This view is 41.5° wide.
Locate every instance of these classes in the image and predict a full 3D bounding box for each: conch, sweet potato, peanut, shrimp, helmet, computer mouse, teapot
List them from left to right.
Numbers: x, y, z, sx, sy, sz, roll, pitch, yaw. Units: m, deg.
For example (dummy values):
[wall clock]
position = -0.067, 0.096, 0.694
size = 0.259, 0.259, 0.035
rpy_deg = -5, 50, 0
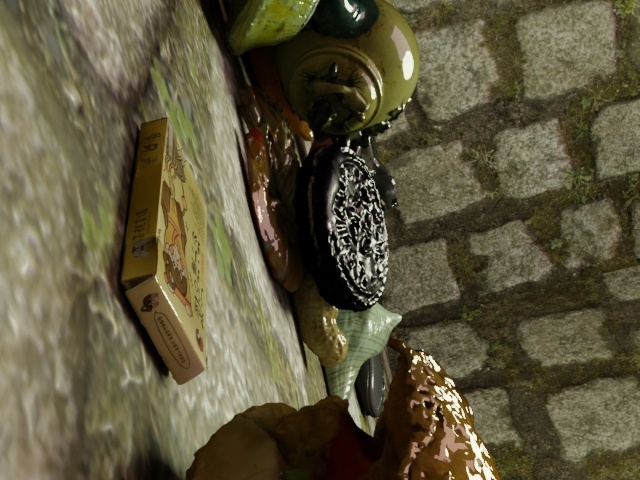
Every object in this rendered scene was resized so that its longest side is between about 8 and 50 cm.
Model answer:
[shrimp]
position = -0.056, -0.061, 0.900
size = 0.133, 0.053, 0.236
rpy_deg = 1, 78, -64
[sweet potato]
position = -0.050, -0.256, 1.117
size = 0.359, 0.112, 0.112
rpy_deg = 72, 6, -50
[peanut]
position = -0.001, 0.090, 0.969
size = 0.054, 0.054, 0.113
rpy_deg = 30, 42, -84
[teapot]
position = 0.025, -0.183, 0.997
size = 0.182, 0.173, 0.269
rpy_deg = -70, 164, -48
[helmet]
position = 0.048, -0.130, 1.668
size = 0.253, 0.154, 0.198
rpy_deg = 55, 32, -20
[conch]
position = 0.044, 0.108, 1.146
size = 0.137, 0.114, 0.234
rpy_deg = 59, 18, -26
[computer mouse]
position = 0.087, 0.220, 1.604
size = 0.120, 0.057, 0.232
rpy_deg = 69, 8, -51

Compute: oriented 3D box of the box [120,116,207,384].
[box]
position = -0.082, 0.000, 0.464
size = 0.149, 0.020, 0.073
rpy_deg = -98, 173, -49

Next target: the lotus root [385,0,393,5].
[lotus root]
position = -0.018, -0.392, 1.219
size = 0.316, 0.250, 0.316
rpy_deg = -4, 90, -80

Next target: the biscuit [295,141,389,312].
[biscuit]
position = 0.027, -0.015, 0.940
size = 0.194, 0.053, 0.194
rpy_deg = -9, 90, -66

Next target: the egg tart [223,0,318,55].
[egg tart]
position = -0.048, -0.290, 0.929
size = 0.197, 0.078, 0.197
rpy_deg = -50, -150, 43

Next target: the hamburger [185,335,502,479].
[hamburger]
position = 0.026, 0.178, 0.401
size = 0.244, 0.163, 0.244
rpy_deg = -22, 90, -83

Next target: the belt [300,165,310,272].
[belt]
position = 0.000, 0.000, 1.066
size = 0.151, 0.078, 0.198
rpy_deg = 51, 25, -60
